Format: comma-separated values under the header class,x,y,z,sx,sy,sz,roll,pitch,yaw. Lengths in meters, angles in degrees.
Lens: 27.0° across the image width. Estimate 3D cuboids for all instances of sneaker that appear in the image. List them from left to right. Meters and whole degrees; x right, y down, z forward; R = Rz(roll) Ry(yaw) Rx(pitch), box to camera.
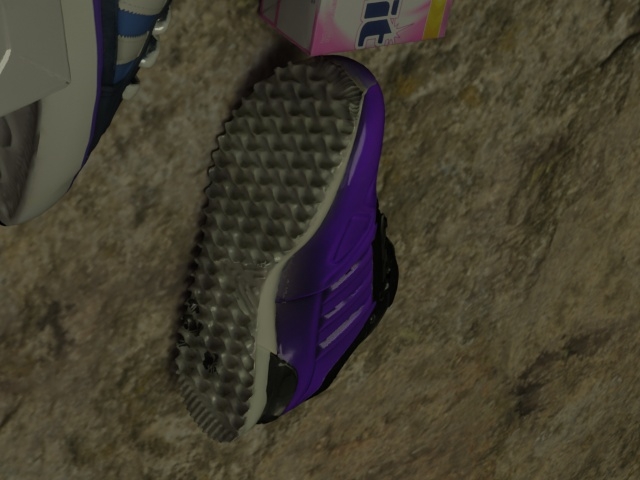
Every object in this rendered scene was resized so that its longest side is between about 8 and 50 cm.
class,x,y,z,sx,sy,sz,roll,pitch,yaw
sneaker,-0.080,-0.166,0.683,0.236,0.130,0.323,-30,150,-36
sneaker,-0.001,0.000,0.916,0.146,0.102,0.293,-11,133,-40

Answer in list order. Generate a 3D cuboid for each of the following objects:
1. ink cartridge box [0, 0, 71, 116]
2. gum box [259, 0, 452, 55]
class,x,y,z,sx,sy,sz,roll,pitch,yaw
ink cartridge box,-0.193,-0.134,0.580,0.061,0.181,0.104,-33,140,-36
gum box,0.035,-0.212,0.793,0.107,0.062,0.188,-13,130,-33
